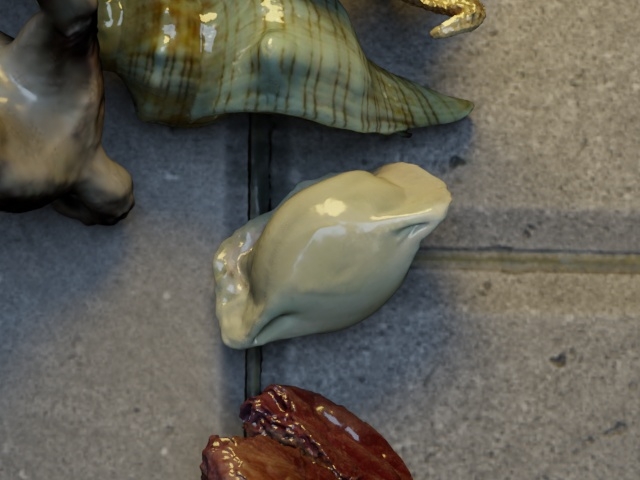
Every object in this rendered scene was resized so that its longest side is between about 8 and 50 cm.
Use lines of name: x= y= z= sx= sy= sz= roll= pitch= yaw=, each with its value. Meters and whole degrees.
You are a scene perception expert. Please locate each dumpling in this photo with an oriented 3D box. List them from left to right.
dumpling: x=0.000 y=0.000 z=1.453 sx=0.229 sy=0.124 sz=0.151 roll=-31 pitch=42 yaw=-2

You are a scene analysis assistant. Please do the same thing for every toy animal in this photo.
toy animal: x=-0.324 y=-0.121 z=1.413 sx=0.344 sy=0.303 sz=0.194 roll=19 pitch=70 yaw=26

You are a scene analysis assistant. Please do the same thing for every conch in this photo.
conch: x=-0.047 y=-0.170 z=1.448 sx=0.386 sy=0.203 sz=0.170 roll=0 pitch=116 yaw=-8

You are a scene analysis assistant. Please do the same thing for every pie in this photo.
pie: x=-0.001 y=0.202 z=1.365 sx=0.204 sy=0.218 sz=0.054 roll=42 pitch=115 yaw=18

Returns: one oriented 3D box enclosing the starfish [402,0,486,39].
starfish: x=0.039 y=-0.269 z=1.475 sx=0.299 sy=0.302 sz=0.060 roll=35 pitch=122 yaw=14
